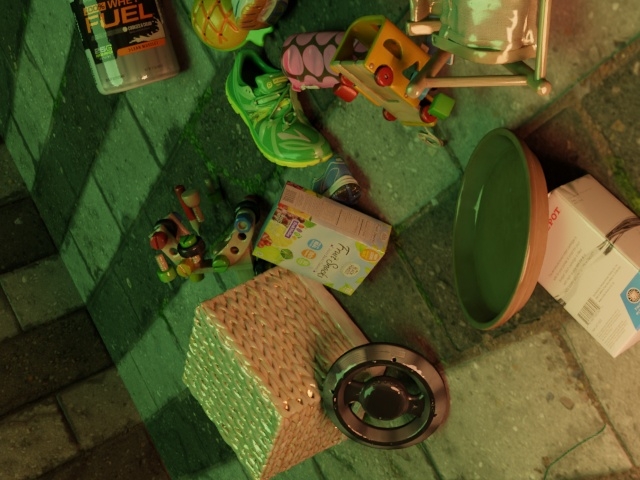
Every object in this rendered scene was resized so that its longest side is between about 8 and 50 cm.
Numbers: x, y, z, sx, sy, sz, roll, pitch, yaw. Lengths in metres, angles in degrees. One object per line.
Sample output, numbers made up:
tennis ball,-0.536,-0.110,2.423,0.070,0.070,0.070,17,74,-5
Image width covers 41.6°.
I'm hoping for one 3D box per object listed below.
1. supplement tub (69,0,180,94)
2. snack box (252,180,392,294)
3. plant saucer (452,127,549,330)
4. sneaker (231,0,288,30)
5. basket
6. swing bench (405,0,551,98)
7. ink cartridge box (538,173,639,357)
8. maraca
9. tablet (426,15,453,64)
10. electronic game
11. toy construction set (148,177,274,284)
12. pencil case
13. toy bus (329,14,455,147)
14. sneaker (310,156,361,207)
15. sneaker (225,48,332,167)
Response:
supplement tub,-0.441,-0.494,1.854,0.193,0.193,0.316,6,116,55
snack box,0.000,0.000,1.526,0.207,0.070,0.174,22,145,-7
plant saucer,0.245,-0.015,1.157,0.278,0.041,0.278,-176,90,-80
sneaker,-0.082,-0.474,1.399,0.296,0.111,0.131,-31,72,53
basket,-0.087,0.279,1.770,0.331,0.266,0.328,48,144,24
swing bench,0.183,-0.334,1.001,0.255,0.165,0.253,-82,-10,-57
ink cartridge box,0.361,0.031,1.086,0.191,0.082,0.140,51,146,27
maraca,-0.166,-0.420,1.581,0.185,0.099,0.127,8,112,29
tablet,0.176,-0.301,1.219,0.054,0.006,0.083,37,138,40
electronic game,0.118,0.289,1.552,0.229,0.048,0.229,3,115,8
toy construction set,-0.236,0.021,1.901,0.309,0.257,0.237,-126,13,-59
pencil case,0.023,-0.292,1.380,0.209,0.095,0.098,15,89,54
toy bus,0.117,-0.243,1.233,0.190,0.104,0.202,25,172,9
sneaker,0.014,-0.075,1.569,0.211,0.080,0.081,-51,51,53
sneaker,-0.087,-0.245,1.559,0.295,0.109,0.124,49,149,27
